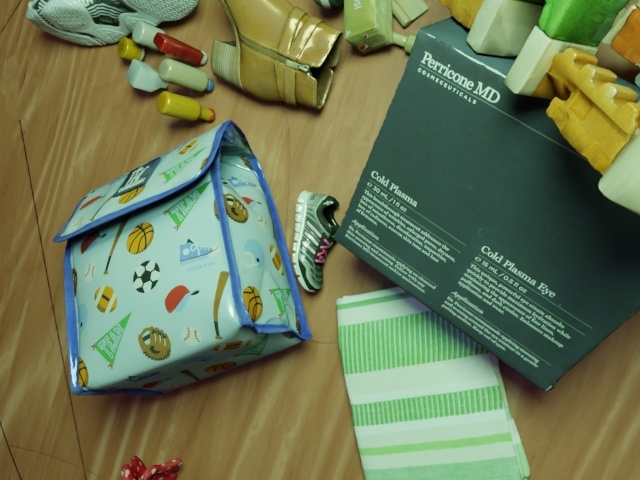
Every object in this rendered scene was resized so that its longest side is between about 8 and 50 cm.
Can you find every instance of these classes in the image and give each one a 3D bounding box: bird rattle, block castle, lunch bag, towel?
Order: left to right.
[{"bbox_3d":[-0.309,0.504,0.842,0.143,0.207,0.253,18,103,0],"label":"bird rattle"},{"bbox_3d":[-0.237,0.020,0.821,0.328,0.239,0.385,-22,65,17],"label":"lunch bag"},{"bbox_3d":[0.161,0.227,0.779,0.248,0.038,0.324,-14,85,17],"label":"towel"},{"bbox_3d":[0.312,-0.233,0.445,0.212,0.303,0.453,110,152,-43],"label":"block castle"}]

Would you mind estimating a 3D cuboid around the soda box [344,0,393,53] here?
[{"bbox_3d":[0.076,-0.402,0.805,0.058,0.061,0.181,-7,80,35],"label":"soda box"}]

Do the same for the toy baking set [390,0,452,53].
[{"bbox_3d":[0.227,-0.364,0.784,0.256,0.030,0.196,32,97,17],"label":"toy baking set"}]

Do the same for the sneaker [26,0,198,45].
[{"bbox_3d":[-0.386,-0.506,0.941,0.366,0.137,0.210,-4,79,22],"label":"sneaker"}]

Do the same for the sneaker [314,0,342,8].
[{"bbox_3d":[-0.055,-0.515,0.831,0.179,0.124,0.295,-5,80,14],"label":"sneaker"}]

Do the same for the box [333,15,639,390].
[{"bbox_3d":[0.236,-0.051,0.617,0.343,0.179,0.312,37,136,16],"label":"box"}]

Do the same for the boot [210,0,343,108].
[{"bbox_3d":[-0.069,-0.360,0.801,0.220,0.109,0.283,24,119,20],"label":"boot"}]

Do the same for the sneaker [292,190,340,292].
[{"bbox_3d":[0.000,0.000,0.825,0.075,0.063,0.170,-2,82,24],"label":"sneaker"}]

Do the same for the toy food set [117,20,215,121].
[{"bbox_3d":[-0.276,-0.317,0.929,0.232,0.105,0.111,47,116,32],"label":"toy food set"}]
